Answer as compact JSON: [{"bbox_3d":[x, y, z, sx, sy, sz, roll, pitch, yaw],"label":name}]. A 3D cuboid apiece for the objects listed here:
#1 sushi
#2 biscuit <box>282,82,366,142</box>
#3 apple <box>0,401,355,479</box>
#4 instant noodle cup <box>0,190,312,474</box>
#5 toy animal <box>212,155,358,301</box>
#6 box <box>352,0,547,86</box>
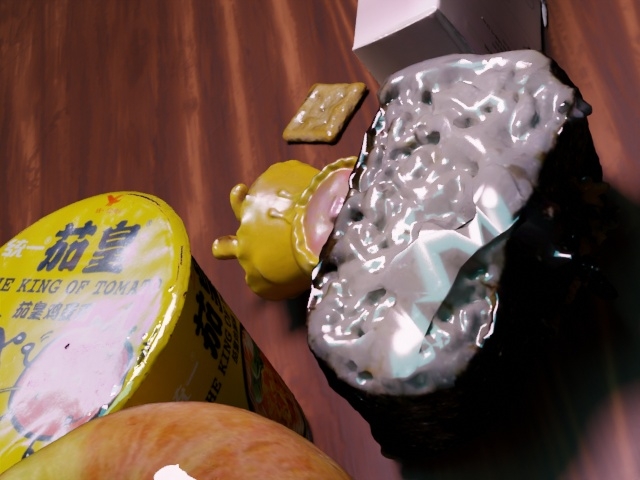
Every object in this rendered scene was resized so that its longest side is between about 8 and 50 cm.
[{"bbox_3d":[0.136,0.013,1.384,0.234,0.207,0.348,13,67,33],"label":"sushi"},{"bbox_3d":[0.004,-0.142,1.825,0.081,0.018,0.083,6,56,46],"label":"biscuit"},{"bbox_3d":[-0.102,0.318,1.176,0.400,0.333,0.400,-9,55,13],"label":"apple"},{"bbox_3d":[-0.177,0.157,1.463,0.325,0.254,0.326,-24,39,21],"label":"instant noodle cup"},{"bbox_3d":[0.002,-0.005,1.586,0.229,0.156,0.156,10,58,36],"label":"toy animal"},{"bbox_3d":[0.132,-0.215,1.623,0.106,0.203,0.252,-22,39,25],"label":"box"}]
